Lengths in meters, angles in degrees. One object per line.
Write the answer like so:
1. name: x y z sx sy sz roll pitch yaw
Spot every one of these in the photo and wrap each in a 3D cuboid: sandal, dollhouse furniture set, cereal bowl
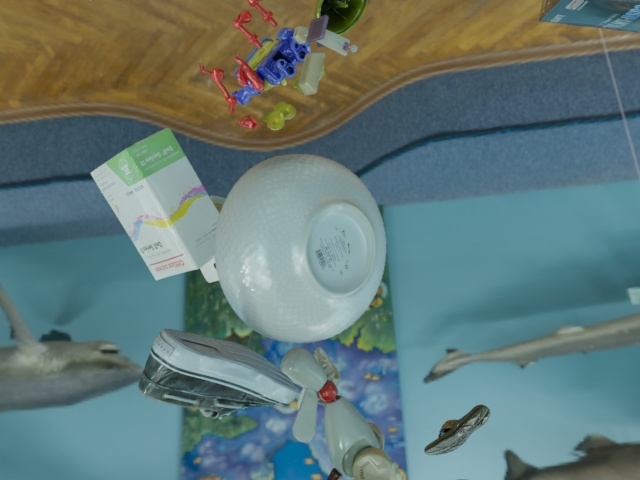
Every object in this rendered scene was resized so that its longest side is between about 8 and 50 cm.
1. sandal: 0.379 0.527 1.890 0.090 0.060 0.219 32 107 -38
2. dollhouse furniture set: 0.003 -0.269 1.036 0.081 0.114 0.091 15 175 -34
3. cereal bowl: -0.006 0.015 1.170 0.339 0.338 0.141 16 171 -38

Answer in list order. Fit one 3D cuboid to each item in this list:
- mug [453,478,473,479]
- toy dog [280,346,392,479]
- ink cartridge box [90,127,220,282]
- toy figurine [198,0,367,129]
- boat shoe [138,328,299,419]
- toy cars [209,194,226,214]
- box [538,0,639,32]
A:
1. mug: 0.161 0.313 0.689 0.130 0.097 0.158 12 -176 -14
2. toy dog: 0.008 0.396 1.428 0.161 0.333 0.220 -38 165 4
3. ink cartridge box: -0.324 -0.039 1.456 0.119 0.353 0.207 -38 -166 -37
4. toy figurine: -0.098 -0.384 1.307 0.191 0.362 0.217 40 170 -24
5. boat shoe: -0.175 0.243 1.156 0.335 0.119 0.121 31 -176 -45
6. toy cars: -0.199 -0.053 1.749 0.177 0.087 0.394 15 -179 31
7. box: 0.534 -0.398 1.112 0.294 0.073 0.295 7 -169 8
